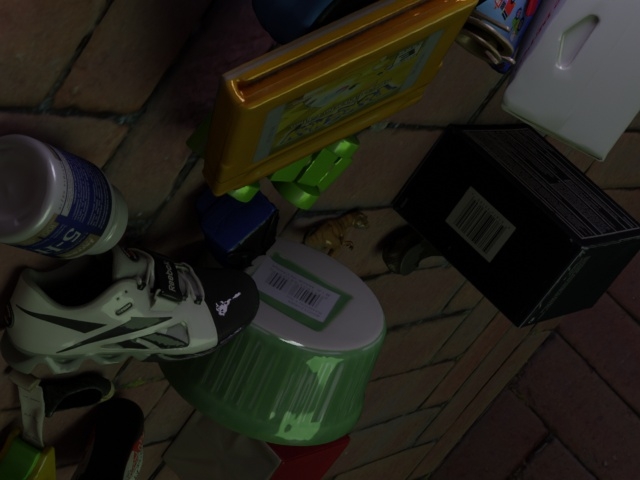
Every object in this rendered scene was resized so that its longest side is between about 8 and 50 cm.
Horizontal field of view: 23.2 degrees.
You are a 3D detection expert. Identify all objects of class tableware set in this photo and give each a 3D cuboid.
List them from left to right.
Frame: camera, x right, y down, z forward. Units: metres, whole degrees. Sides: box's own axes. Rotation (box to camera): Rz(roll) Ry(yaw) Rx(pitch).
[{"bbox_3d":[0.141,-0.260,1.876,0.039,0.194,0.128,-58,165,-6],"label":"tableware set"}]

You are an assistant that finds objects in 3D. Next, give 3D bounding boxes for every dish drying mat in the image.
[{"bbox_3d":[0.271,-0.320,1.936,0.032,0.008,0.083,-28,136,-61],"label":"dish drying mat"}]

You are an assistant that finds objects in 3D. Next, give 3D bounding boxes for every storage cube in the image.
[{"bbox_3d":[-0.106,0.342,2.576,0.193,0.184,0.215,-9,140,-55],"label":"storage cube"}]

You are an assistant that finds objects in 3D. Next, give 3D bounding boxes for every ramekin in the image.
[{"bbox_3d":[-0.059,0.123,2.105,0.303,0.303,0.148,-16,138,-51],"label":"ramekin"}]

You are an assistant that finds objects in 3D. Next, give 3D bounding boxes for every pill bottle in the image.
[{"bbox_3d":[-0.280,-0.039,1.635,0.112,0.112,0.186,-47,159,8],"label":"pill bottle"}]

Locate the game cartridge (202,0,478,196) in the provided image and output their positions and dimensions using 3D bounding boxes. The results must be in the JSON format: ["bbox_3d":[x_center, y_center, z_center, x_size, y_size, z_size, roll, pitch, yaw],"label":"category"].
[{"bbox_3d":[0.013,-0.160,1.685,0.285,0.053,0.324,-27,169,-13],"label":"game cartridge"}]

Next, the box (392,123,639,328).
[{"bbox_3d":[0.327,-0.029,2.511,0.294,0.296,0.183,-8,139,-57],"label":"box"}]

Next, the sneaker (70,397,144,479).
[{"bbox_3d":[-0.321,0.370,2.243,0.145,0.090,0.270,102,7,-62],"label":"sneaker"}]

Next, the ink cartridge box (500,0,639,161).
[{"bbox_3d":[0.387,-0.326,2.028,0.279,0.160,0.385,-60,-176,38],"label":"ink cartridge box"}]

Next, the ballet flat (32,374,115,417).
[{"bbox_3d":[-0.333,0.216,2.105,0.057,0.049,0.173,-51,158,20],"label":"ballet flat"}]

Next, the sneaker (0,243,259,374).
[{"bbox_3d":[-0.215,0.065,1.876,0.330,0.122,0.146,-11,135,-28],"label":"sneaker"}]

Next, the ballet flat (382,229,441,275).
[{"bbox_3d":[0.178,-0.001,2.648,0.250,0.058,0.084,-27,132,-50],"label":"ballet flat"}]

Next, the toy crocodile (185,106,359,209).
[{"bbox_3d":[-0.056,-0.117,1.939,0.115,0.105,0.340,-52,154,18],"label":"toy crocodile"}]

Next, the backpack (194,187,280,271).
[{"bbox_3d":[-0.107,-0.021,2.004,0.098,0.101,0.120,-37,162,-10],"label":"backpack"}]

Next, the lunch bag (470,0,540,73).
[{"bbox_3d":[0.244,-0.392,1.943,0.293,0.138,0.221,-53,157,-4],"label":"lunch bag"}]

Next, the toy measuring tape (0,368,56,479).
[{"bbox_3d":[-0.408,0.302,2.049,0.121,0.121,0.330,-32,150,-30],"label":"toy measuring tape"}]

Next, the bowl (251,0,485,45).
[{"bbox_3d":[0.117,-0.304,1.622,0.391,0.077,0.391,-29,171,-5],"label":"bowl"}]

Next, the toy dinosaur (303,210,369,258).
[{"bbox_3d":[0.000,0.000,2.323,0.211,0.064,0.112,-26,136,-60],"label":"toy dinosaur"}]
